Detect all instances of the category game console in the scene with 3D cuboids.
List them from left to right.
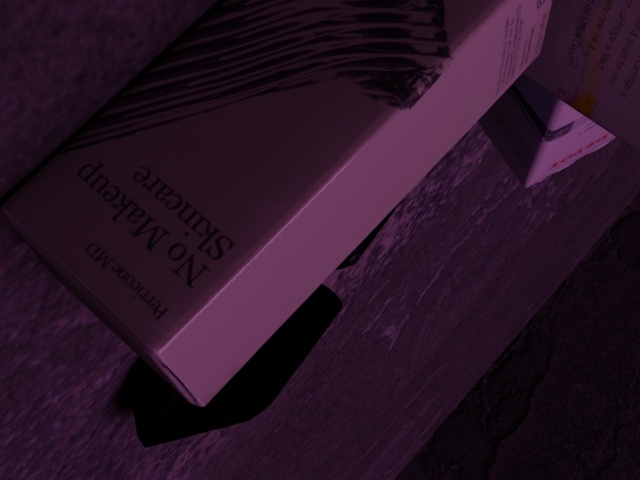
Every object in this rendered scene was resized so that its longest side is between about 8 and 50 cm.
[{"bbox_3d":[0.000,0.000,0.702,0.361,0.044,0.213,-55,161,9],"label":"game console"}]

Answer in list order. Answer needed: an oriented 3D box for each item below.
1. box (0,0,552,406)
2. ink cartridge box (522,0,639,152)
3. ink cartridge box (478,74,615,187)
[{"bbox_3d":[-0.009,-0.060,0.463,0.275,0.113,0.094,-47,161,-15],"label":"box"},{"bbox_3d":[0.194,-0.179,0.514,0.168,0.232,0.171,-42,160,-24],"label":"ink cartridge box"},{"bbox_3d":[0.228,-0.166,0.752,0.172,0.100,0.237,-29,160,-10],"label":"ink cartridge box"}]
